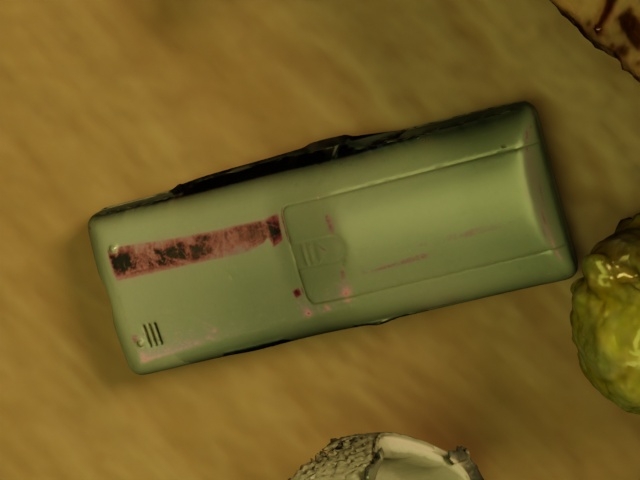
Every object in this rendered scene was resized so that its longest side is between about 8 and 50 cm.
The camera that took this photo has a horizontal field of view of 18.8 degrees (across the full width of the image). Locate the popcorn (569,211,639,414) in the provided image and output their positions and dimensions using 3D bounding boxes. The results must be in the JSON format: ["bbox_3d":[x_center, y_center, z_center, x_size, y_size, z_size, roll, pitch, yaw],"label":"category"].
[{"bbox_3d":[0.109,0.030,0.614,0.059,0.068,0.083,8,143,37],"label":"popcorn"}]

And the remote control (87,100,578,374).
[{"bbox_3d":[0.000,0.000,0.653,0.166,0.029,0.065,-14,98,18],"label":"remote control"}]

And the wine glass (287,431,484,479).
[{"bbox_3d":[-0.042,0.156,0.632,0.196,0.165,0.165,-14,97,23],"label":"wine glass"}]

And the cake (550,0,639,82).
[{"bbox_3d":[0.088,-0.115,0.550,0.246,0.135,0.112,35,109,7],"label":"cake"}]
